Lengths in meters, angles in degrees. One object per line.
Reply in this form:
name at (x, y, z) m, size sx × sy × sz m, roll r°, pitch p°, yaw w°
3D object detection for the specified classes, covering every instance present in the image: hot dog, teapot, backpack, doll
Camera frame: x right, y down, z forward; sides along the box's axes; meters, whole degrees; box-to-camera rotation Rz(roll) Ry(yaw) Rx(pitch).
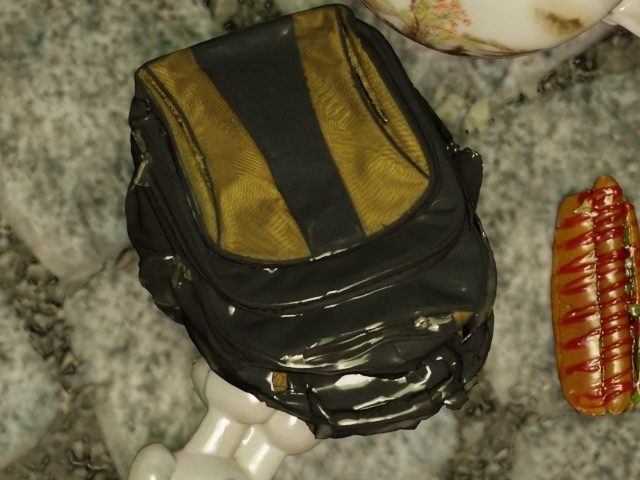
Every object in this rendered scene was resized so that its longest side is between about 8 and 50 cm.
hot dog at (0.169, 0.033, 1.157) m, size 0.062 × 0.038 × 0.144 m, roll -1°, pitch 84°, yaw 0°
teapot at (0.110, -0.204, 1.134) m, size 0.298 × 0.139 × 0.204 m, roll 35°, pitch 83°, yaw 4°
backpack at (0.000, 0.000, 1.091) m, size 0.206 × 0.133 × 0.258 m, roll -22°, pitch 49°, yaw -5°
doll at (-0.128, 0.187, 1.106) m, size 0.208 × 0.144 × 0.271 m, roll 18°, pitch 87°, yaw -19°
